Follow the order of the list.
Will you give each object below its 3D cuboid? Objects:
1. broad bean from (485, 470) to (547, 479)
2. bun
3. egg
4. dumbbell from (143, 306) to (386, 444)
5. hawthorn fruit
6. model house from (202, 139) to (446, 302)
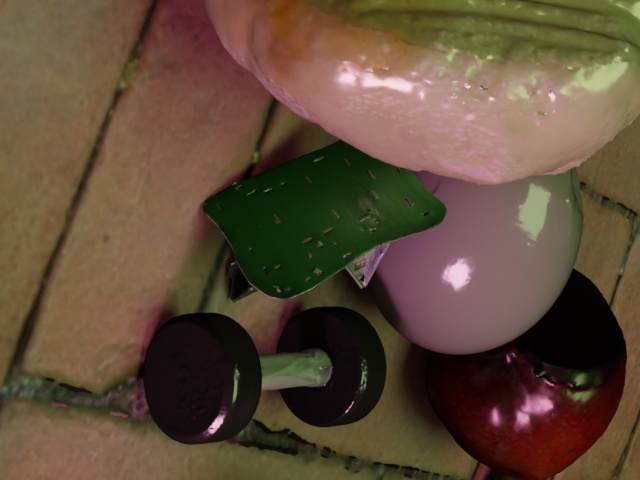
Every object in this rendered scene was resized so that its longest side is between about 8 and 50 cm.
[{"bbox_3d":[0.176,0.324,1.551,0.077,0.061,0.339,22,85,-38],"label":"broad bean"},{"bbox_3d":[0.088,-0.202,1.068,0.365,0.365,0.219,-51,172,-25],"label":"bun"},{"bbox_3d":[0.131,-0.008,1.256,0.176,0.176,0.232,-25,152,-43],"label":"egg"},{"bbox_3d":[-0.041,0.103,1.172,0.191,0.100,0.100,0,103,-51],"label":"dumbbell"},{"bbox_3d":[0.200,0.136,1.426,0.189,0.189,0.251,-54,153,-22],"label":"hawthorn fruit"},{"bbox_3d":[0.000,0.000,1.175,0.167,0.117,0.088,-28,151,-21],"label":"model house"}]
